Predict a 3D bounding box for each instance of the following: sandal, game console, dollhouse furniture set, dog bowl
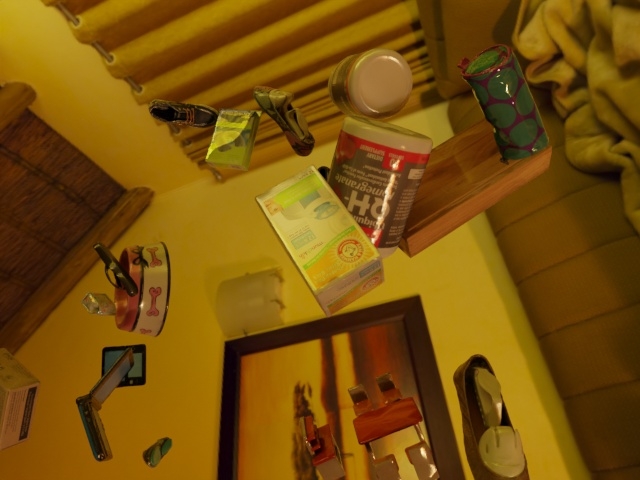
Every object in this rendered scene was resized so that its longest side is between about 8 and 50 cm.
[{"bbox_3d":[-0.732,0.112,1.526,0.254,0.054,0.097,45,167,18],"label":"sandal"},{"bbox_3d":[-0.686,0.440,1.501,0.085,0.124,0.143,27,-125,-67],"label":"game console"},{"bbox_3d":[-0.600,0.489,1.268,0.250,0.174,0.293,62,151,14],"label":"game console"},{"bbox_3d":[0.100,0.426,0.967,0.262,0.259,0.135,-116,5,-72],"label":"dollhouse furniture set"},{"bbox_3d":[-0.758,0.202,1.803,0.151,0.408,0.407,6,-120,-33],"label":"dog bowl"}]

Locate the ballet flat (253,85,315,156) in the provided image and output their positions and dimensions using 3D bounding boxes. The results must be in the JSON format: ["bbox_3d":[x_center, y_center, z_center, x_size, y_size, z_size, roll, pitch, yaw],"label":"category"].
[{"bbox_3d":[-0.080,-0.312,1.063,0.077,0.079,0.221,-31,-95,-39],"label":"ballet flat"}]

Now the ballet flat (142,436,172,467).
[{"bbox_3d":[-0.567,0.724,1.460,0.188,0.070,0.070,79,176,-79],"label":"ballet flat"}]

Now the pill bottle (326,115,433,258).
[{"bbox_3d":[0.091,-0.071,0.858,0.176,0.177,0.318,-64,-10,-69],"label":"pill bottle"}]

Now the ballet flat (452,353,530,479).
[{"bbox_3d":[0.359,0.382,0.895,0.342,0.116,0.124,-84,-4,-52],"label":"ballet flat"}]

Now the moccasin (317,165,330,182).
[{"bbox_3d":[-0.040,-0.116,1.584,0.117,0.138,0.341,37,-115,-69],"label":"moccasin"}]

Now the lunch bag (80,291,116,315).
[{"bbox_3d":[-0.672,0.200,1.306,0.083,0.053,0.071,36,-178,21],"label":"lunch bag"}]

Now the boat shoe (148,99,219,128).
[{"bbox_3d":[-0.357,-0.329,1.133,0.083,0.184,0.065,-129,45,-60],"label":"boat shoe"}]

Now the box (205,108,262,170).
[{"bbox_3d":[-0.228,-0.277,1.138,0.042,0.109,0.178,52,-132,-71],"label":"box"}]

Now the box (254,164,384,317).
[{"bbox_3d":[0.000,0.000,0.678,0.203,0.114,0.103,57,174,29],"label":"box"}]

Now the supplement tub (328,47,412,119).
[{"bbox_3d":[0.140,-0.470,1.302,0.191,0.191,0.272,66,174,-22],"label":"supplement tub"}]

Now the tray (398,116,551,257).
[{"bbox_3d":[0.314,-0.143,1.029,0.203,0.411,0.076,49,165,43],"label":"tray"}]

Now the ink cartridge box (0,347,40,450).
[{"bbox_3d":[-0.933,0.456,1.255,0.088,0.235,0.193,0,-71,-59],"label":"ink cartridge box"}]

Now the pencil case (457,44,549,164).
[{"bbox_3d":[0.238,-0.172,0.553,0.151,0.064,0.070,46,175,-34],"label":"pencil case"}]
